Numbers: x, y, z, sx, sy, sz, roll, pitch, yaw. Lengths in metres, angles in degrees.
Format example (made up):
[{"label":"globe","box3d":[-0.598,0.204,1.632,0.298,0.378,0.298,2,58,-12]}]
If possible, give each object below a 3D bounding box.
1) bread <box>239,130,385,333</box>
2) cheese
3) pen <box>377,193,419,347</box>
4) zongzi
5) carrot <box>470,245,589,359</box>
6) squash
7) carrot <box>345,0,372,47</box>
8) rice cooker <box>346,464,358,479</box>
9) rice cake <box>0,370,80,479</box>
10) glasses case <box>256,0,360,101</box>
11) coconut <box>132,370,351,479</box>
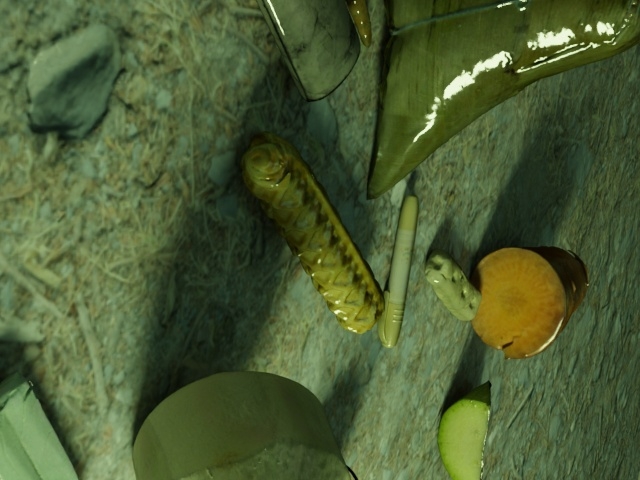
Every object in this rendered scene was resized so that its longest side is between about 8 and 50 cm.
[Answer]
[{"label":"bread","box3d":[-0.001,0.001,1.172,0.077,0.084,0.367,-28,136,5]},{"label":"cheese","box3d":[0.220,0.078,1.553,0.065,0.043,0.194,-63,146,-12]},{"label":"pen","box3d":[0.115,0.046,1.399,0.040,0.032,0.234,4,96,-33]},{"label":"zongzi","box3d":[0.238,-0.215,1.205,0.174,0.356,0.393,-14,114,-61]},{"label":"carrot","box3d":[0.398,0.097,1.694,0.254,0.196,0.196,-9,108,-55]},{"label":"squash","box3d":[0.252,0.337,1.674,0.184,0.085,0.192,-61,159,-76]},{"label":"carrot","box3d":[0.030,-0.339,1.133,0.049,0.049,0.254,-54,142,-31]},{"label":"rice cooker","box3d":[-0.001,0.400,1.260,0.203,0.118,0.142,-58,142,-21]},{"label":"rice cake","box3d":[-0.294,0.250,0.850,0.189,0.037,0.198,-53,139,-33]},{"label":"glasses case","box3d":[-0.039,-0.296,1.027,0.114,0.060,0.299,-58,142,-27]},{"label":"coconut","box3d":[-0.084,0.254,1.009,0.241,0.241,0.241,-24,120,-51]}]
